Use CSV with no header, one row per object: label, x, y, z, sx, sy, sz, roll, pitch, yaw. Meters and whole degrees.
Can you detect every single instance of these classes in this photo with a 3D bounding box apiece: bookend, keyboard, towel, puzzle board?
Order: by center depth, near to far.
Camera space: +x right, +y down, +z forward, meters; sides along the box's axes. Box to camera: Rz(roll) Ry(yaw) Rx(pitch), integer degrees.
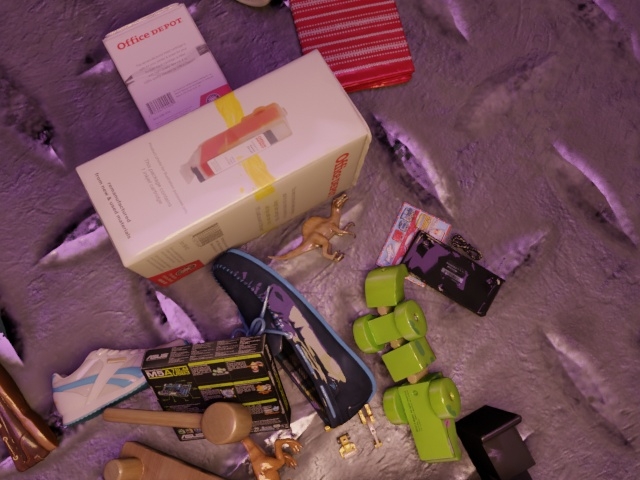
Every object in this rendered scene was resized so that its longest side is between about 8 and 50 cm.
bookend,0.298,0.356,0.970,0.072,0.157,0.156,-27,82,-8
keyboard,0.240,0.047,1.082,0.180,0.023,0.108,31,85,-4
puzzle board,0.169,0.006,1.096,0.096,0.011,0.128,26,80,1
towel,0.051,-0.411,1.152,0.198,0.031,0.275,-13,79,-4

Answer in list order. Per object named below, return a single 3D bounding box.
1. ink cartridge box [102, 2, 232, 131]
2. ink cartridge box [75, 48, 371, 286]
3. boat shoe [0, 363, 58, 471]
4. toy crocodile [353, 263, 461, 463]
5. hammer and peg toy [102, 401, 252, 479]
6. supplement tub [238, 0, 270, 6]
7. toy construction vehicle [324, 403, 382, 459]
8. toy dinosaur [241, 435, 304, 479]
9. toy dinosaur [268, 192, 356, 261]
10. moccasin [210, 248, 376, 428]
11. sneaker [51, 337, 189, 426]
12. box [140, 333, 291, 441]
ink cartridge box,-0.260,-0.283,1.076,0.158,0.092,0.218,-28,85,-8
ink cartridge box,-0.136,-0.097,0.959,0.384,0.279,0.160,-28,82,-9
boat shoe,-0.509,0.271,0.971,0.073,0.073,0.207,-36,84,-11
toy crocodile,0.153,0.205,1.020,0.115,0.105,0.341,-26,82,34
hammer and peg toy,-0.218,0.403,0.903,0.266,0.127,0.361,10,80,26
supplement tub,-0.107,-0.542,1.119,0.117,0.117,0.190,24,79,0
toy construction vehicle,0.051,0.312,1.022,0.086,0.035,0.098,-19,82,-7
toy dinosaur,-0.087,0.348,0.952,0.112,0.064,0.211,-20,74,-44
toy dinosaur,0.000,0.000,1.074,0.092,0.053,0.183,40,72,19
moccasin,-0.059,0.157,0.981,0.342,0.138,0.117,42,63,8
sneaker,-0.325,0.211,0.989,0.228,0.087,0.092,-26,78,-11
box,-0.156,0.233,0.943,0.190,0.045,0.184,-9,124,7
